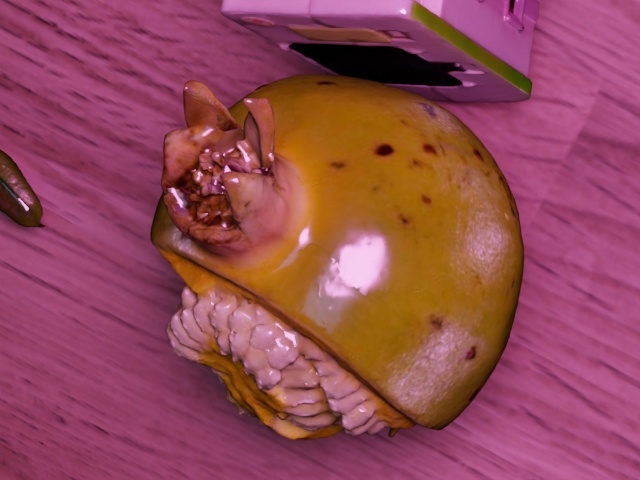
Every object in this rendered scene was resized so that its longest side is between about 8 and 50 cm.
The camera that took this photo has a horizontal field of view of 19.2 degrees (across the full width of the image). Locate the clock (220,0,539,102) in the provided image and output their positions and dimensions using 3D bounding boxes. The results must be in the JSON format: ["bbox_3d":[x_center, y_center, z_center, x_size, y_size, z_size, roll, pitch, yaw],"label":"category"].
[{"bbox_3d":[0.061,-0.268,1.277,0.166,0.235,0.309,6,83,27],"label":"clock"}]

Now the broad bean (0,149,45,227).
[{"bbox_3d":[-0.289,-0.068,1.445,0.195,0.046,0.061,20,107,16],"label":"broad bean"}]

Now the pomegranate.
[{"bbox_3d":[0.000,0.000,1.252,0.260,0.340,0.260,-8,65,19],"label":"pomegranate"}]
